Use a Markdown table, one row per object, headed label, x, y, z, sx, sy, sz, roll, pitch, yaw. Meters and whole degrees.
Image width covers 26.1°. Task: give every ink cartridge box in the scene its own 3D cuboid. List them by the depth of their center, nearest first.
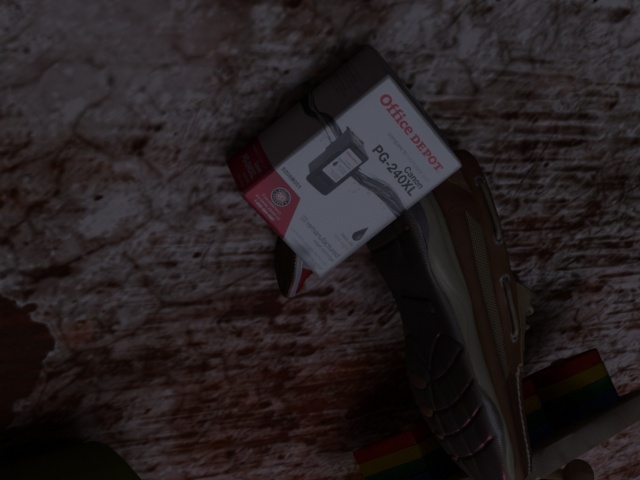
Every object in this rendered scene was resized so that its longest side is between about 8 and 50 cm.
| label | x | y | z | sx | sy | sz | roll | pitch | yaw |
| --- | --- | --- | --- | --- | --- | --- | --- | --- | --- |
| ink cartridge box | 0.020 | -0.062 | 1.099 | 0.150 | 0.063 | 0.109 | -39 | 120 | 7 |

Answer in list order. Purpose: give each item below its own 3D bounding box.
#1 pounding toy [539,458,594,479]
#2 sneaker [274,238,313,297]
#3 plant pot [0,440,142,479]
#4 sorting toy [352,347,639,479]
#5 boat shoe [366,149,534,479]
| label | x | y | z | sx | sy | sz | roll | pitch | yaw |
| --- | --- | --- | --- | --- | --- | --- | --- | --- | --- |
| pounding toy | 0.229 | 0.338 | 1.738 | 0.269 | 0.155 | 0.154 | -35 | 173 | 17 |
| sneaker | 0.000 | 0.000 | 1.200 | 0.067 | 0.042 | 0.118 | -9 | 135 | -25 |
| plant pot | -0.277 | 0.311 | 1.190 | 0.293 | 0.275 | 0.275 | -33 | 147 | -28 |
| sorting toy | 0.186 | 0.200 | 1.457 | 0.255 | 0.089 | 0.257 | -17 | 171 | -47 |
| boat shoe | 0.139 | 0.071 | 1.227 | 0.116 | 0.123 | 0.324 | -26 | 110 | -26 |
